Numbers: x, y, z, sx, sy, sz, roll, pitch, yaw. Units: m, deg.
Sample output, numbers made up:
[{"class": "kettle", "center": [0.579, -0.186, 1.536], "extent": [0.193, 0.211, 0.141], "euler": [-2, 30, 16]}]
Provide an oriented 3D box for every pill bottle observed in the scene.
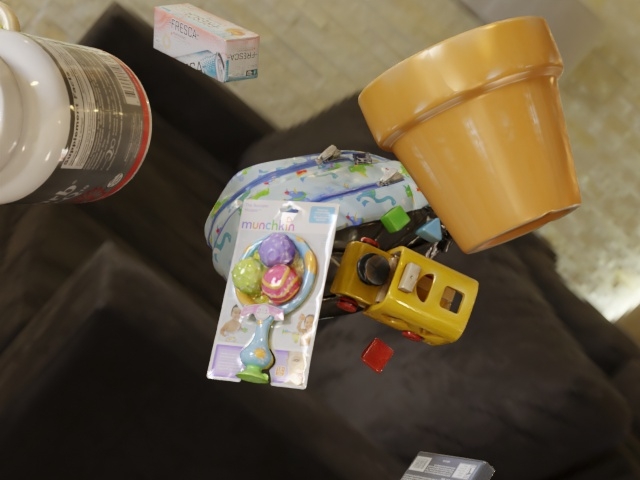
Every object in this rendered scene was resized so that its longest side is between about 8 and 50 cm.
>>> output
[{"class": "pill bottle", "center": [-0.368, -0.147, 1.647], "extent": [0.210, 0.210, 0.363], "euler": [44, 14, 11]}]

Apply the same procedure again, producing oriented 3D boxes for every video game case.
[{"class": "video game case", "center": [0.105, 0.402, 1.801], "extent": [0.026, 0.274, 0.196], "euler": [40, -17, -14]}]

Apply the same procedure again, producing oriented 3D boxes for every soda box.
[{"class": "soda box", "center": [-0.158, -0.271, 1.853], "extent": [0.058, 0.063, 0.183], "euler": [-14, 30, -35]}]

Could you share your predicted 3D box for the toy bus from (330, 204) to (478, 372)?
[{"class": "toy bus", "center": [0.102, 0.057, 1.746], "extent": [0.191, 0.202, 0.104], "euler": [67, -22, 1]}]

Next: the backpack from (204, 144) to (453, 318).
[{"class": "backpack", "center": [0.000, 0.000, 2.057], "extent": [0.273, 0.290, 0.355], "euler": [46, 40, 12]}]

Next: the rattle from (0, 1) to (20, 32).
[{"class": "rattle", "center": [-0.535, -0.330, 1.981], "extent": [0.143, 0.130, 0.199], "euler": [-6, 66, -57]}]

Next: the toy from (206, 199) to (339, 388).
[{"class": "toy", "center": [-0.066, 0.057, 1.671], "extent": [0.137, 0.237, 0.056], "euler": [4, -14, 24]}]

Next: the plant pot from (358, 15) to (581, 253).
[{"class": "plant pot", "center": [0.166, -0.095, 1.364], "extent": [0.188, 0.205, 0.205], "euler": [68, 12, 7]}]
